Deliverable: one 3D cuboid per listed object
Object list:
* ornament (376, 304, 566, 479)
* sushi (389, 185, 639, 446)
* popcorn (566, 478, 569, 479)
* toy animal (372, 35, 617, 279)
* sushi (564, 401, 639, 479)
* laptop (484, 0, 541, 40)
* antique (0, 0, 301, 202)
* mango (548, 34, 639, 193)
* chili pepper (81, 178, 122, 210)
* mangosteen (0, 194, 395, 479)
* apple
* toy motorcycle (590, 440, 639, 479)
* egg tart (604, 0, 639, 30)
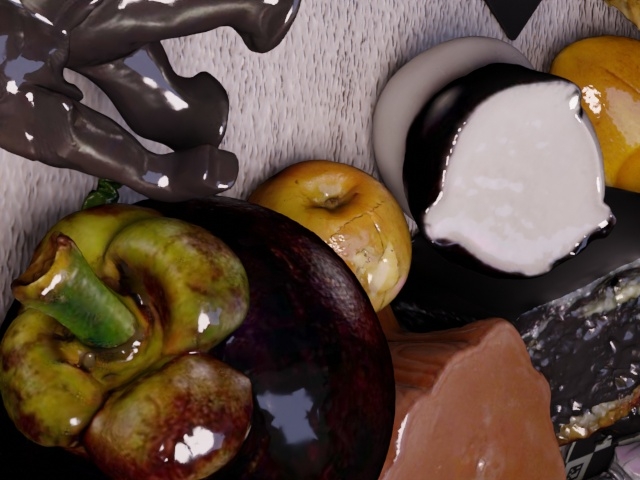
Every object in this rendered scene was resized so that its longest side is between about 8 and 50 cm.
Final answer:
[{"bbox_3d":[0.055,0.157,1.215,0.235,0.218,0.221,-2,99,-42],"label":"ornament"},{"bbox_3d":[0.217,0.080,1.354,0.227,0.215,0.212,-37,127,-36],"label":"sushi"},{"bbox_3d":[0.207,0.317,1.390,0.235,0.217,0.181,10,94,-32],"label":"popcorn"},{"bbox_3d":[0.136,-0.076,1.243,0.165,0.235,0.187,-19,109,-3],"label":"toy animal"},{"bbox_3d":[0.326,0.185,1.586,0.215,0.050,0.192,-17,133,-35],"label":"sushi"},{"bbox_3d":[0.203,-0.308,1.411,0.197,0.016,0.135,-55,130,-19],"label":"laptop"},{"bbox_3d":[-0.154,-0.196,0.968,0.255,0.185,0.322,14,71,-29],"label":"antique"},{"bbox_3d":[0.314,-0.110,1.469,0.187,0.138,0.257,-40,120,-14],"label":"mango"},{"bbox_3d":[-0.170,-0.020,1.112,0.027,0.022,0.083,16,87,-10],"label":"chili pepper"},{"bbox_3d":[-0.087,0.112,1.002,0.297,0.313,0.296,0,92,-13],"label":"mangosteen"},{"bbox_3d":[0.000,0.000,1.191,0.146,0.146,0.146,-9,104,-42],"label":"apple"},{"bbox_3d":[0.360,0.276,1.597,0.152,0.073,0.225,-49,139,5],"label":"toy motorcycle"},{"bbox_3d":[0.422,-0.241,1.499,0.291,0.291,0.107,-33,156,-34],"label":"egg tart"}]
